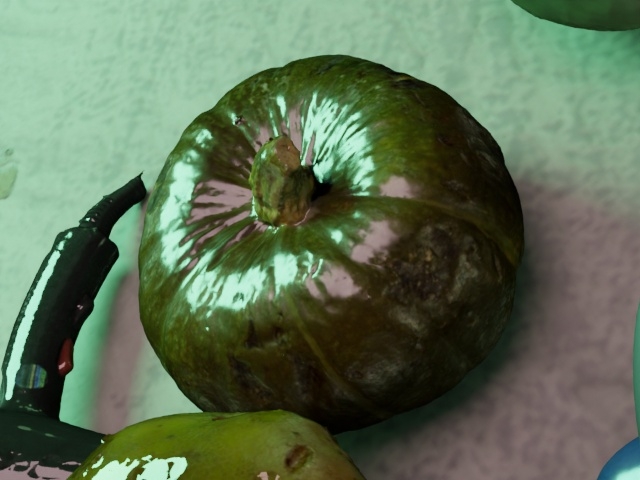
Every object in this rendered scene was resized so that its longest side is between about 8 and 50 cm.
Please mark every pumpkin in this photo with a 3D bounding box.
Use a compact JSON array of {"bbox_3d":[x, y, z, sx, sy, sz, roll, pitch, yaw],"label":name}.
[{"bbox_3d":[0.000,0.000,0.838,0.219,0.162,0.219,-13,56,20],"label":"pumpkin"}]

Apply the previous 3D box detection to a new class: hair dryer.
[{"bbox_3d":[-0.129,0.062,0.932,0.235,0.091,0.272,-1,60,19],"label":"hair dryer"}]

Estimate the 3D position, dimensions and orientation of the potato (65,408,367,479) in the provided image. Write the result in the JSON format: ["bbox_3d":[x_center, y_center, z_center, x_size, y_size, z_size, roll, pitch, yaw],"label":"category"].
[{"bbox_3d":[-0.074,0.256,0.750,0.369,0.195,0.176,-69,20,-6],"label":"potato"}]

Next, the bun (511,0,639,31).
[{"bbox_3d":[0.190,-0.246,0.856,0.283,0.179,0.283,-2,87,47],"label":"bun"}]

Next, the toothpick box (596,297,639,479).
[{"bbox_3d":[0.270,0.073,0.591,0.354,0.263,0.263,-15,58,24],"label":"toothpick box"}]
